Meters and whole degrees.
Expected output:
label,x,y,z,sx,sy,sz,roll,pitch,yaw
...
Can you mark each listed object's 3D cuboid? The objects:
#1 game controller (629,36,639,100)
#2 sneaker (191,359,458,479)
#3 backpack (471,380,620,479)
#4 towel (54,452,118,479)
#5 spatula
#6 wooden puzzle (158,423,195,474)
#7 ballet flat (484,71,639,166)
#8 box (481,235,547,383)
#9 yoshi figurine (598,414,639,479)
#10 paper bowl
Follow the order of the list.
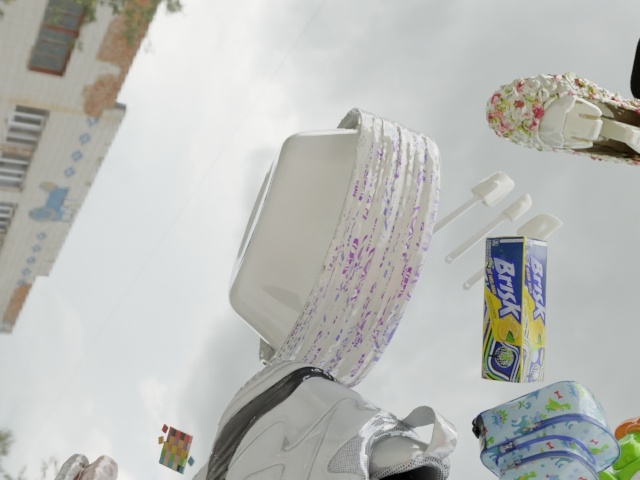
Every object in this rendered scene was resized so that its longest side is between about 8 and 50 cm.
label,x,y,z,sx,sy,sz,roll,pitch,yaw
game controller,0.623,-0.222,1.123,0.319,0.067,0.166,26,-35,28
sneaker,-0.029,0.262,0.525,0.210,0.137,0.365,-4,-123,54
backpack,0.218,0.195,0.712,0.114,0.105,0.084,-33,-149,20
towel,-0.227,0.347,0.511,0.317,0.054,0.331,-97,-161,-86
spatula,0.306,-0.021,1.401,0.168,0.242,0.019,48,-21,19
wooden puzzle,-0.187,0.269,0.974,0.083,0.006,0.049,6,-101,44
ballet flat,0.294,-0.125,0.809,0.077,0.241,0.091,-127,-136,-60
box,0.229,0.081,0.893,0.054,0.059,0.168,-3,-97,44
yoshi figurine,0.485,0.454,1.225,0.204,0.362,0.202,0,-66,41
paper bowl,0.000,0.000,0.787,0.284,0.148,0.284,-161,-90,-81
